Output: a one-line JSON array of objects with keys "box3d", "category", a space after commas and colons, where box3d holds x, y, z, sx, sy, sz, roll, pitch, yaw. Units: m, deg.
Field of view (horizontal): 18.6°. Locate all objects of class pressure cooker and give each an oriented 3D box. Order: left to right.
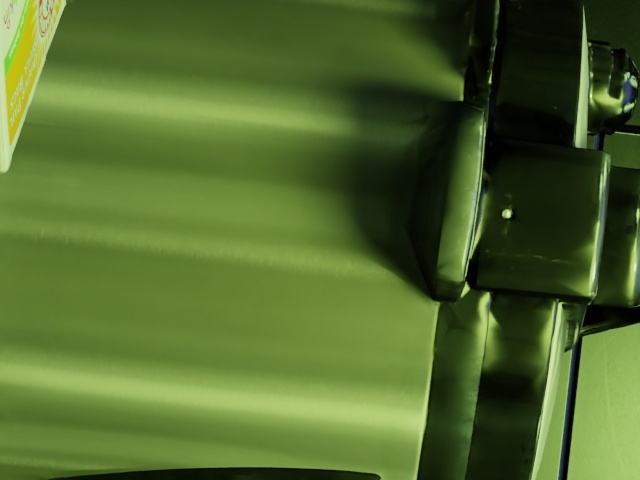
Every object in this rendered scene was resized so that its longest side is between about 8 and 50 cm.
[{"box3d": [0.001, -0.006, 1.108, 0.370, 0.420, 0.375, -82, 178, -53], "category": "pressure cooker"}]

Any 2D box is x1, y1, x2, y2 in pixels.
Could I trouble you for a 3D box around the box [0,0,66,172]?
[{"box3d": [-0.157, -0.138, 0.713, 0.114, 0.103, 0.203, -81, 176, -47], "category": "box"}]
